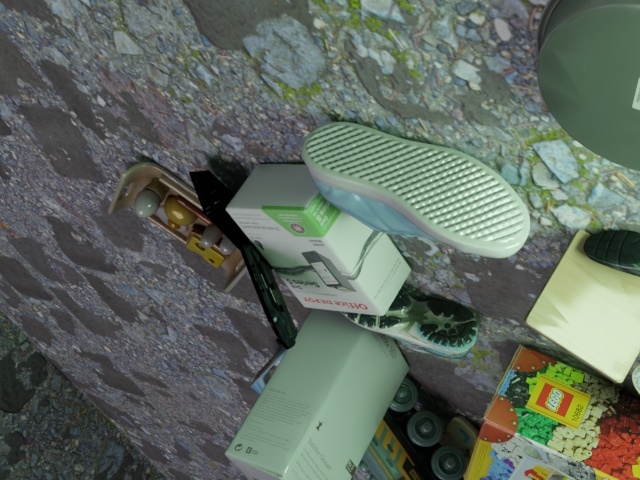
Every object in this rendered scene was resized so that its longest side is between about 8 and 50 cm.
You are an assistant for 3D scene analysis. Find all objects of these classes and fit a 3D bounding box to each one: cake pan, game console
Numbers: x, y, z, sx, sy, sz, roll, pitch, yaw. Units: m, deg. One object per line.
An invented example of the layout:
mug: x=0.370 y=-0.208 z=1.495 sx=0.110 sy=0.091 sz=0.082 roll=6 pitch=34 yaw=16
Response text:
cake pan: x=0.371 y=-0.178 z=1.102 sx=0.293 sy=0.054 sz=0.293 roll=25 pitch=151 yaw=15
game console: x=-0.126 y=0.032 z=1.739 sx=0.213 sy=0.044 sz=0.361 roll=50 pitch=-170 yaw=-47

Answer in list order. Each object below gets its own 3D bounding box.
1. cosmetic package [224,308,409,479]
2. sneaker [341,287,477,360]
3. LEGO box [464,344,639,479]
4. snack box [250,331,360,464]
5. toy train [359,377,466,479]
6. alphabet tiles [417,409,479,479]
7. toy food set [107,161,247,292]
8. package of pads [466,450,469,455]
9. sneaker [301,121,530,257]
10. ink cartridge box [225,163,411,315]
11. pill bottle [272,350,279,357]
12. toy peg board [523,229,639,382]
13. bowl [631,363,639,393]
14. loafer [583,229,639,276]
cosmetic package: x=0.003 y=0.331 z=1.953 sx=0.156 sy=0.385 sz=0.217 roll=12 pitch=148 yaw=36
sneaker: x=0.148 y=0.153 z=1.814 sx=0.283 sy=0.110 sz=0.122 roll=22 pitch=154 yaw=20
LEGO box: x=0.458 y=0.475 z=1.812 sx=0.373 sy=0.193 sz=0.500 roll=23 pitch=139 yaw=18
snack box: x=0.021 y=0.364 z=2.264 sx=0.322 sy=0.060 sz=0.187 roll=36 pitch=127 yaw=-7
toy train: x=0.165 y=0.439 z=2.091 sx=0.334 sy=0.190 sz=0.142 roll=55 pitch=159 yaw=12
alphabet tiles: x=0.283 y=0.516 z=2.177 sx=0.278 sy=0.021 sz=0.284 roll=45 pitch=127 yaw=21
toy food set: x=-0.283 y=-0.016 z=2.003 sx=0.306 sy=0.092 sz=0.220 roll=36 pitch=152 yaw=-4
package of pads: x=0.390 y=0.606 z=2.199 sx=0.297 sy=0.101 sz=0.229 roll=12 pitch=111 yaw=34
sneaker: x=0.145 y=-0.060 z=1.467 sx=0.366 sy=0.135 sz=0.150 roll=29 pitch=161 yaw=26
ink cartridge box: x=0.000 y=0.000 z=1.708 sx=0.198 sy=0.114 sz=0.273 roll=3 pitch=140 yaw=44
pill bottle: x=-0.068 y=0.318 z=2.346 sx=0.120 sy=0.067 sz=0.067 roll=31 pitch=153 yaw=3
toy peg board: x=0.390 y=0.098 z=1.430 sx=0.161 sy=0.160 sz=0.079 roll=33 pitch=168 yaw=0
bowl: x=0.563 y=0.201 z=1.484 sx=0.170 sy=0.080 sz=0.170 roll=25 pitch=151 yaw=15
loafer: x=0.445 y=0.030 z=1.355 sx=0.170 sy=0.062 sz=0.061 roll=15 pitch=152 yaw=33
